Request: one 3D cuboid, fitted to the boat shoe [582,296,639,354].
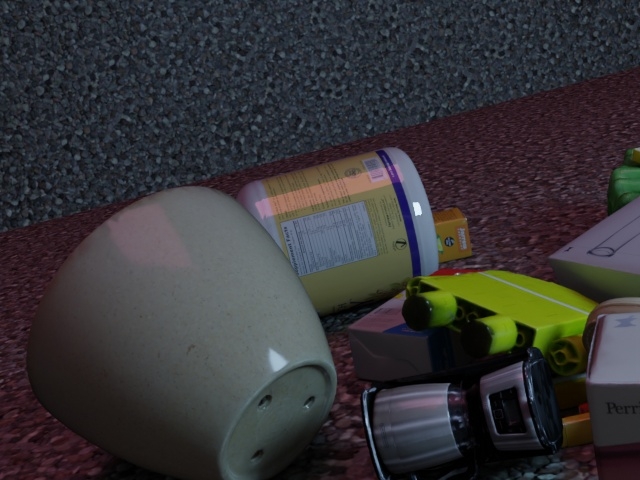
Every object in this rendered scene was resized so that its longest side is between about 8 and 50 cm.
[{"bbox_3d":[0.358,0.146,0.886,0.098,0.109,0.302,-29,37,-25],"label":"boat shoe"}]

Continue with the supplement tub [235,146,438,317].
[{"bbox_3d":[0.000,0.000,1.504,0.331,0.241,0.241,-15,15,-5],"label":"supplement tub"}]

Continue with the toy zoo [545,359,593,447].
[{"bbox_3d":[0.334,0.159,1.058,0.293,0.030,0.192,-13,15,1],"label":"toy zoo"}]

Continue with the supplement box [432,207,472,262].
[{"bbox_3d":[0.149,0.008,1.679,0.233,0.078,0.080,-13,15,-2],"label":"supplement box"}]

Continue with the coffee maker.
[{"bbox_3d":[0.149,0.169,0.959,0.178,0.120,0.171,-14,16,19],"label":"coffee maker"}]

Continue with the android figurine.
[{"bbox_3d":[0.227,0.089,1.113,0.248,0.056,0.273,22,16,39],"label":"android figurine"}]

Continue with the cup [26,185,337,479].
[{"bbox_3d":[-0.120,0.137,1.052,0.331,0.331,0.237,-24,45,-38],"label":"cup"}]

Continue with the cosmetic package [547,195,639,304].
[{"bbox_3d":[0.498,0.004,1.127,0.284,0.097,0.377,-34,15,-14],"label":"cosmetic package"}]

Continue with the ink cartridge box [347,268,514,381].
[{"bbox_3d":[0.160,0.112,1.278,0.134,0.078,0.231,2,20,42],"label":"ink cartridge box"}]

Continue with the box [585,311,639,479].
[{"bbox_3d":[0.276,0.174,0.651,0.149,0.232,0.127,-6,15,23],"label":"box"}]

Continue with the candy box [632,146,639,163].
[{"bbox_3d":[0.591,-0.111,1.426,0.105,0.027,0.206,-17,30,-31],"label":"candy box"}]

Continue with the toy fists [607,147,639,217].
[{"bbox_3d":[0.529,-0.069,1.529,0.096,0.142,0.279,-3,18,31],"label":"toy fists"}]
